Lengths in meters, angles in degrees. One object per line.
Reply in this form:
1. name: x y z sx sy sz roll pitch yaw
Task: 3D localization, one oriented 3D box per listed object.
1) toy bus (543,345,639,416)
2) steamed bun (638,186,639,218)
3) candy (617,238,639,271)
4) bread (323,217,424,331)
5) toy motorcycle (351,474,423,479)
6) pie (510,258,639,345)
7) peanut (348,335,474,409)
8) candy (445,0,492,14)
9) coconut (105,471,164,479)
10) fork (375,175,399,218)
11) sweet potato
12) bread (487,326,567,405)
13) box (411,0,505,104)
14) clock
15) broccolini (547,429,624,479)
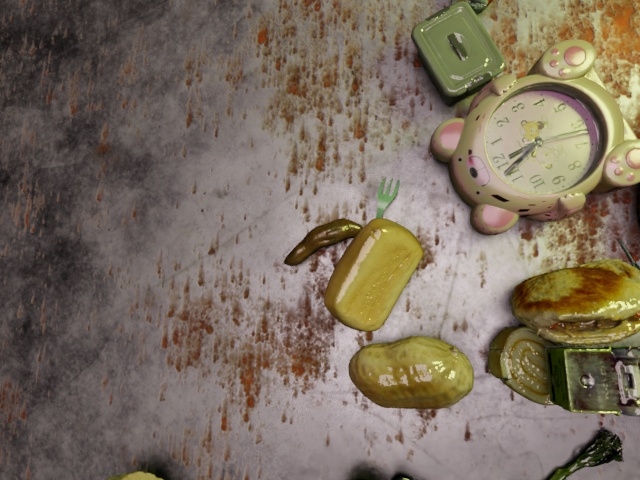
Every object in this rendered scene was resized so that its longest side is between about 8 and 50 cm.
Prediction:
1. toy bus: 0.514 0.213 0.655 0.302 0.139 0.113 0 77 2
2. steamed bun: 0.676 -0.098 0.651 0.252 0.199 0.300 12 87 14
3. candy: 0.567 0.050 0.748 0.035 0.035 0.122 -20 72 6
4. bread: 0.096 0.063 0.804 0.147 0.098 0.217 33 92 -22
5. toy motorcycle: 0.171 0.537 0.733 0.332 0.125 0.196 7 84 9
6. pie: 0.425 0.093 0.693 0.205 0.178 0.084 -14 111 15
7. peanut: 0.162 0.240 0.762 0.225 0.129 0.129 -9 82 9
8. candy: 0.346 -0.545 0.847 0.086 0.059 0.292 40 92 15
9. coconut: -0.393 0.599 0.792 0.239 0.239 0.244 39 87 14
10. fork: 0.111 -0.020 0.857 0.039 0.021 0.234 18 87 17
11. sweet potato: -0.001 -0.001 0.865 0.182 0.054 0.053 -26 70 11
12. bread: 0.381 0.223 0.746 0.156 0.064 0.117 34 86 7
13. box: 0.265 -0.358 0.826 0.124 0.093 0.172 -26 79 8
14. clock: 0.384 -0.170 0.762 0.310 0.114 0.283 -28 85 8
15. broccolini: 0.429 0.405 0.736 0.218 0.044 0.042 -37 93 11
